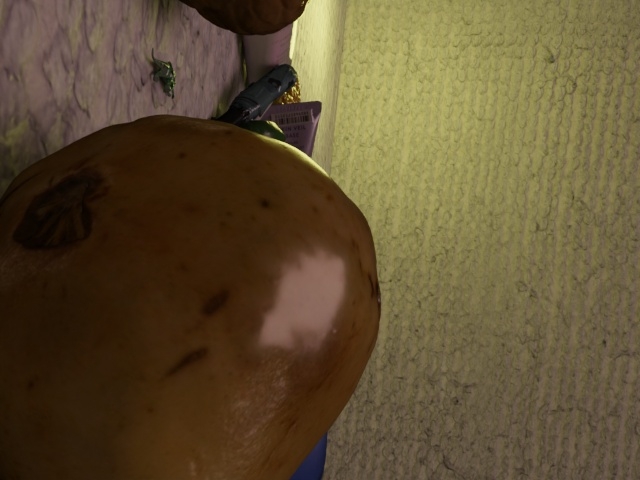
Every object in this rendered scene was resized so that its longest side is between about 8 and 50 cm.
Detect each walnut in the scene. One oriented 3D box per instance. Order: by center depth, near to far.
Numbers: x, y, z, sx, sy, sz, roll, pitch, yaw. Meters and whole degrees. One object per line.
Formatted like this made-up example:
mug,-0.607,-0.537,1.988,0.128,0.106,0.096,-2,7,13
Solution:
walnut,-0.095,-0.361,0.677,0.228,0.228,0.227,5,90,-83

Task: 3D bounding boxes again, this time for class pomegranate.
pomegranate,-0.111,0.066,0.449,0.332,0.333,0.332,5,90,-83

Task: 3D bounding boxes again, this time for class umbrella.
umbrella,-0.113,-0.250,1.003,0.250,0.053,0.052,-55,158,-44

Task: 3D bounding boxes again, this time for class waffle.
waffle,-0.088,-0.299,1.442,0.254,0.052,0.245,-78,171,-50

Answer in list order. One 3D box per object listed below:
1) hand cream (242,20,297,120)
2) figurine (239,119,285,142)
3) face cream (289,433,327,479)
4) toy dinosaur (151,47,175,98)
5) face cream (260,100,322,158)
hand cream,-0.098,-0.408,1.077,0.358,0.118,0.185,97,13,-54
figurine,-0.120,-0.106,1.082,0.185,0.128,0.234,-99,-176,-86
face cream,-0.117,0.357,0.868,0.249,0.249,0.225,-60,154,-74
toy dinosaur,-0.196,-0.219,0.717,0.062,0.021,0.083,-88,-179,-45
face cream,-0.077,-0.197,1.321,0.096,0.154,0.273,-118,-154,-47
